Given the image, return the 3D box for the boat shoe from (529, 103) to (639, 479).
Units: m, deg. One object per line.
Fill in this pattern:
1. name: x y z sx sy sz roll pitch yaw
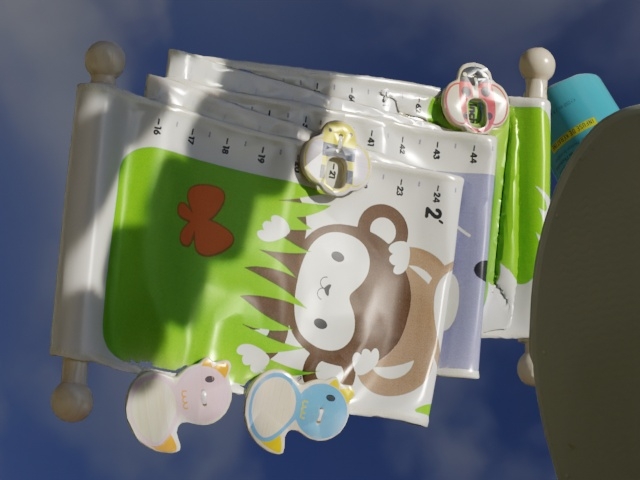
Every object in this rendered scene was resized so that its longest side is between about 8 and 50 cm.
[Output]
1. boat shoe: 0.123 0.069 0.628 0.079 0.081 0.227 -5 -86 37

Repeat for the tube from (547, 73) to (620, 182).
1. tube: 0.193 -0.005 1.214 0.080 0.052 0.207 -38 -116 26

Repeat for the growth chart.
1. growth chart: 0.000 0.000 0.811 0.021 0.237 0.172 -19 -107 61
